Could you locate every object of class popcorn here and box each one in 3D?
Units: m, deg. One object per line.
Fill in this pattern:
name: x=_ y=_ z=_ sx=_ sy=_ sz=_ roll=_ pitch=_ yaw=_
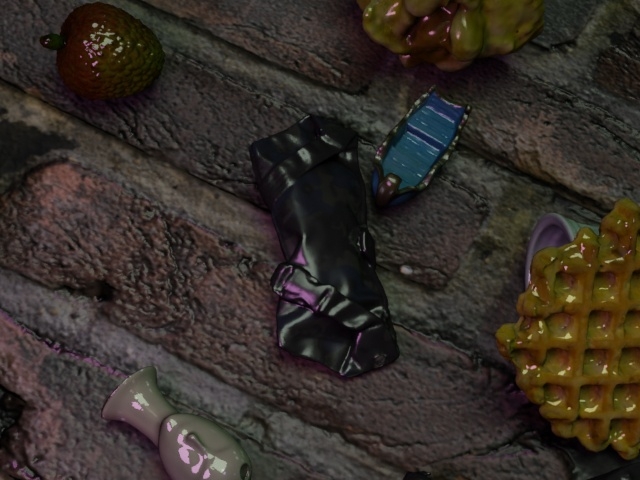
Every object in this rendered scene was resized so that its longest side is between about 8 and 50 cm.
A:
popcorn: x=0.158 y=-0.317 z=1.546 sx=0.256 sy=0.195 sz=0.255 roll=27 pitch=48 yaw=5

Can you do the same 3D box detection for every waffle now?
waffle: x=0.317 y=0.090 z=1.293 sx=0.291 sy=0.291 sz=0.051 roll=-5 pitch=19 yaw=-14

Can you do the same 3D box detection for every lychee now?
lychee: x=-0.248 y=-0.215 z=1.442 sx=0.146 sy=0.114 sz=0.114 roll=8 pitch=57 yaw=-23

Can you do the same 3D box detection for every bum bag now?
bum bag: x=0.000 y=0.000 z=1.381 sx=0.137 sy=0.074 sz=0.310 roll=1 pitch=64 yaw=-24

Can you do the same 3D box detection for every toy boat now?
toy boat: x=0.110 y=-0.105 z=1.465 sx=0.075 sy=0.077 sz=0.185 roll=32 pitch=58 yaw=8

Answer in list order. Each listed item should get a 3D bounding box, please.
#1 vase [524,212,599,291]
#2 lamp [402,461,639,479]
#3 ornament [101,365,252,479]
vase: x=0.390 y=0.045 z=1.397 sx=0.299 sy=0.143 sz=0.143 roll=1 pitch=59 yaw=-13
lamp: x=0.244 y=0.308 z=1.124 sx=0.374 sy=0.272 sz=0.205 roll=25 pitch=56 yaw=5
ornament: x=-0.135 y=0.195 z=1.236 sx=0.156 sy=0.081 sz=0.075 roll=40 pitch=65 yaw=19
